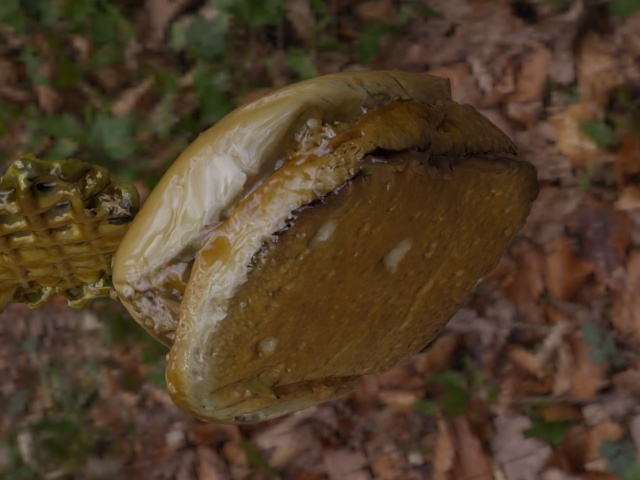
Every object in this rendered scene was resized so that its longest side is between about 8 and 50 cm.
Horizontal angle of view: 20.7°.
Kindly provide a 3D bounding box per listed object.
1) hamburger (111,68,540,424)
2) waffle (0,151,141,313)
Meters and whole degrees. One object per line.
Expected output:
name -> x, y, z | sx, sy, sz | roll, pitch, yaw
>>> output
hamburger -> 0.006, -0.003, 1.333 | 0.284, 0.304, 0.174 | -49, 67, 27
waffle -> -0.262, 0.002, 1.612 | 0.262, 0.281, 0.060 | -30, 58, 41
